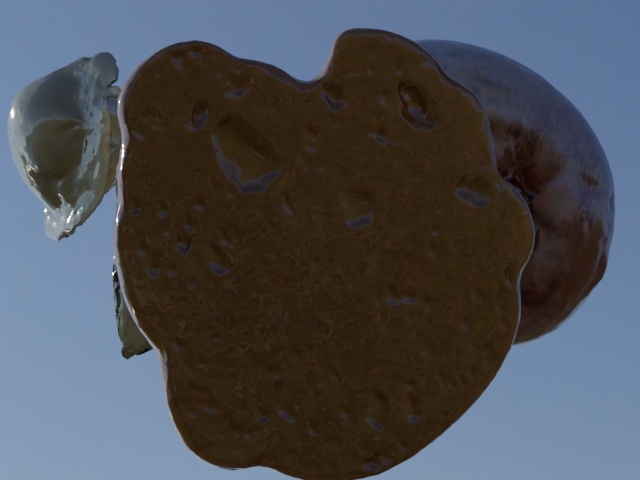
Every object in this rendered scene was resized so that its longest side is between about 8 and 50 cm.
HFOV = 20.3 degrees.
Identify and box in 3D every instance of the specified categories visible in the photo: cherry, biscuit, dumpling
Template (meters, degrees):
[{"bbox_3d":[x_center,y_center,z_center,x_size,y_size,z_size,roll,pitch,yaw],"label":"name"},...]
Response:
[{"bbox_3d":[0.100,-0.042,1.681,0.335,0.291,0.326,17,-10,33],"label":"cherry"},{"bbox_3d":[0.000,0.000,1.329,0.312,0.351,0.057,-24,2,-10],"label":"biscuit"},{"bbox_3d":[-0.222,-0.072,1.602,0.111,0.155,0.181,-8,-39,-3],"label":"dumpling"}]

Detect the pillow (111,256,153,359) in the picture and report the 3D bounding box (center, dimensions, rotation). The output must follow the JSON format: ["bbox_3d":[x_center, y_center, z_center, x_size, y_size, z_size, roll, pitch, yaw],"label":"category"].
[{"bbox_3d":[-0.110,0.031,1.771,0.229,0.128,0.051,-17,25,-39],"label":"pillow"}]
